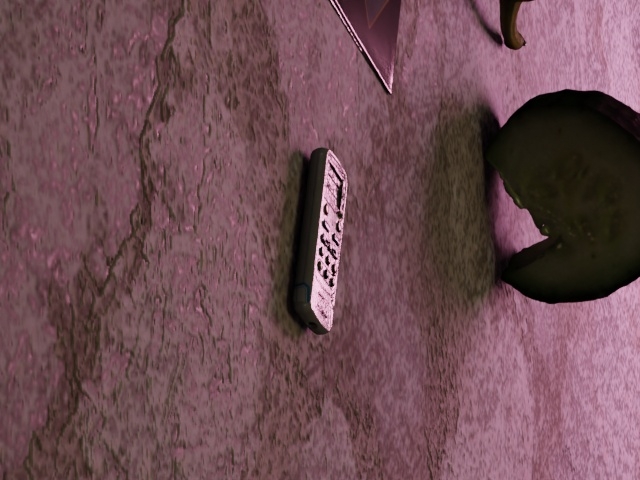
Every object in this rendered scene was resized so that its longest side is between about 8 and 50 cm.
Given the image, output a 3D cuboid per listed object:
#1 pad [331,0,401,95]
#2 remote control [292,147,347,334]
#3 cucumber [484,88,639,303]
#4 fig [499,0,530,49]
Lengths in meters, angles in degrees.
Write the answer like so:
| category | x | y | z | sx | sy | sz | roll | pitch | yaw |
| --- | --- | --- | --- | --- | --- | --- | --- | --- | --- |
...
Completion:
| category | x | y | z | sx | sy | sz | roll | pitch | yaw |
| --- | --- | --- | --- | --- | --- | --- | --- | --- | --- |
| pad | 0.024 | -0.235 | 1.409 | 0.243 | 0.004 | 0.164 | 52 | 40 | -57 |
| remote control | 0.000 | 0.000 | 1.287 | 0.053 | 0.018 | 0.124 | 54 | 38 | -58 |
| cucumber | 0.247 | -0.046 | 1.751 | 0.130 | 0.191 | 0.191 | -54 | 137 | -72 |
| fig | 0.179 | -0.251 | 1.718 | 0.245 | 0.149 | 0.149 | 94 | 9 | -48 |
